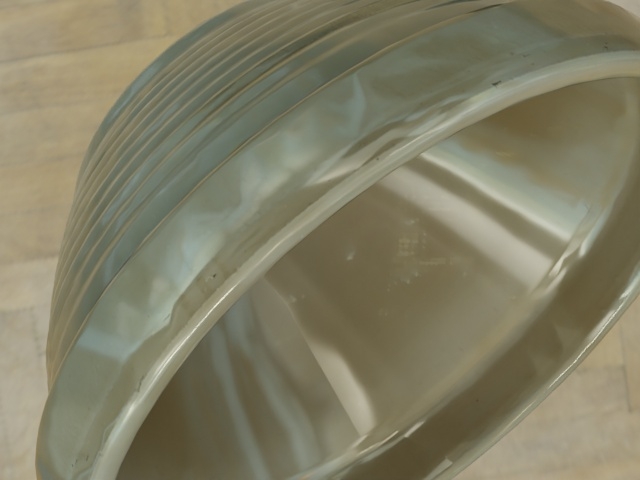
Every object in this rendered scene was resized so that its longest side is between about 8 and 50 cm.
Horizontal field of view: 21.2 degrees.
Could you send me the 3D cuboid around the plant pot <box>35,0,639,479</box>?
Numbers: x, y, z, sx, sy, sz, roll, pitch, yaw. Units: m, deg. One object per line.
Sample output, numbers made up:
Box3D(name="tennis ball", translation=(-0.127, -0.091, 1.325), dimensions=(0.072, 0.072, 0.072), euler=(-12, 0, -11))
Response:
Box3D(name="plant pot", translation=(0.000, 0.000, 0.540), dimensions=(0.237, 0.237, 0.110), euler=(-46, 63, 10))
